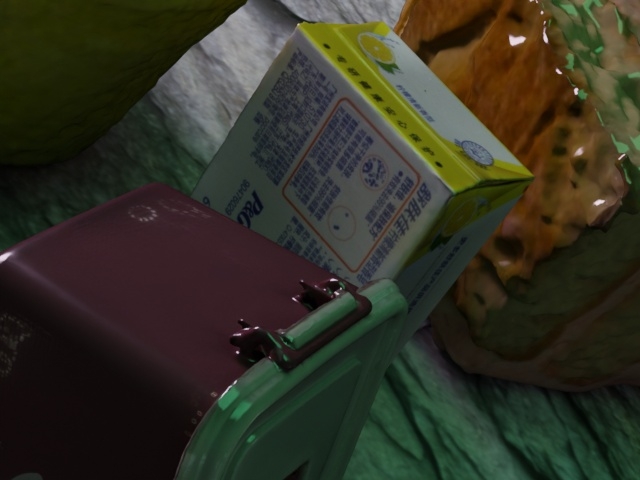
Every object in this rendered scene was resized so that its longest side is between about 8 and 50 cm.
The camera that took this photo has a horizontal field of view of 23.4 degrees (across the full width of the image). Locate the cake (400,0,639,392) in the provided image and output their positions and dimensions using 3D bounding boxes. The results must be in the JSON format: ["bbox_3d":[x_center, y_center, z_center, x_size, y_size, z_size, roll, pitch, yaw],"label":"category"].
[{"bbox_3d":[0.234,-0.058,1.290,0.306,0.293,0.314,7,52,-33],"label":"cake"}]

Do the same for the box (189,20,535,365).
[{"bbox_3d":[0.000,0.000,1.066,0.168,0.265,0.097,47,33,21],"label":"box"}]

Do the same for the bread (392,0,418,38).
[{"bbox_3d":[0.167,-0.223,1.454,0.152,0.288,0.119,16,20,-21],"label":"bread"}]

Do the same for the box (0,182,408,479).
[{"bbox_3d":[-0.096,0.121,0.832,0.167,0.294,0.193,33,32,20],"label":"box"}]

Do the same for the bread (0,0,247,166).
[{"bbox_3d":[-0.210,-0.246,1.151,0.348,0.308,0.348,20,48,-24],"label":"bread"}]
